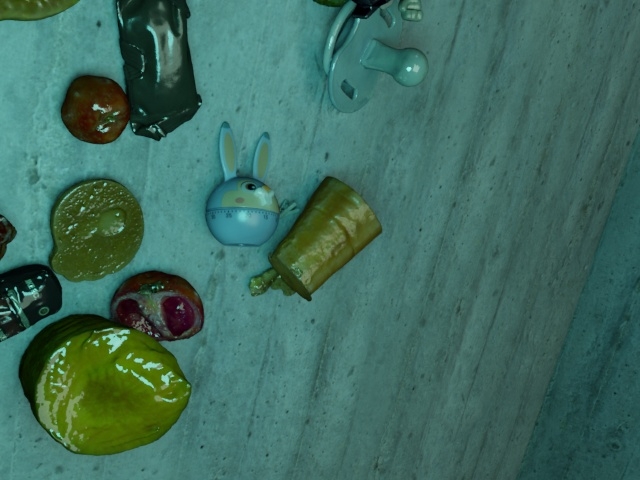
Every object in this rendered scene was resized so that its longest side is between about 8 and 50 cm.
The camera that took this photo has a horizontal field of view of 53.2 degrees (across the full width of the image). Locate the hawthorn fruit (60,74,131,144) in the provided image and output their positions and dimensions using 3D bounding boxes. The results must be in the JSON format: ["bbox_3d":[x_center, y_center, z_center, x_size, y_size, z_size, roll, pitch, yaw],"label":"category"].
[{"bbox_3d":[-0.393,-0.227,1.123,0.128,0.128,0.128,-18,121,-33],"label":"hawthorn fruit"}]

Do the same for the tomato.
[{"bbox_3d":[-0.338,0.131,1.357,0.189,0.099,0.173,0,134,1],"label":"tomato"}]

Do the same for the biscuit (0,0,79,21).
[{"bbox_3d":[-0.499,-0.500,0.916,0.365,0.062,0.385,-43,133,-32],"label":"biscuit"}]

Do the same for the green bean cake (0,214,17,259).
[{"bbox_3d":[-0.616,-0.040,1.032,0.233,0.097,0.198,35,85,-43],"label":"green bean cake"}]

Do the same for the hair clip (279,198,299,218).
[{"bbox_3d":[-0.109,-0.058,1.508,0.115,0.039,0.030,-32,127,-11],"label":"hair clip"}]

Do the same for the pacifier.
[{"bbox_3d":[0.133,-0.409,1.402,0.287,0.226,0.238,-63,153,-3],"label":"pacifier"}]

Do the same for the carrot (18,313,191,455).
[{"bbox_3d":[-0.425,0.268,1.210,0.241,0.341,0.241,-3,95,-36],"label":"carrot"}]

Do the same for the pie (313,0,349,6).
[{"bbox_3d":[0.049,-0.634,1.340,0.277,0.078,0.277,-22,124,-38],"label":"pie"}]

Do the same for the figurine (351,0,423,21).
[{"bbox_3d":[0.135,-0.579,1.287,0.308,0.143,0.308,-1,91,-26],"label":"figurine"}]

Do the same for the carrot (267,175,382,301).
[{"bbox_3d":[0.000,0.000,1.510,0.254,0.196,0.196,-46,132,-15],"label":"carrot"}]

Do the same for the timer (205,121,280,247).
[{"bbox_3d":[-0.151,-0.104,1.356,0.175,0.175,0.255,9,102,-42],"label":"timer"}]

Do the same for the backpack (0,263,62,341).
[{"bbox_3d":[-0.551,0.112,1.150,0.165,0.106,0.120,-28,121,-17],"label":"backpack"}]

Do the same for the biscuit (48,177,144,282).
[{"bbox_3d":[-0.433,-0.024,1.229,0.181,0.049,0.208,-12,119,-37],"label":"biscuit"}]

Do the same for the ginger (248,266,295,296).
[{"bbox_3d":[-0.098,0.101,1.562,0.165,0.067,0.096,-26,120,-20],"label":"ginger"}]

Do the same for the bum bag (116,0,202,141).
[{"bbox_3d":[-0.297,-0.345,1.179,0.142,0.080,0.326,-14,122,-27],"label":"bum bag"}]
